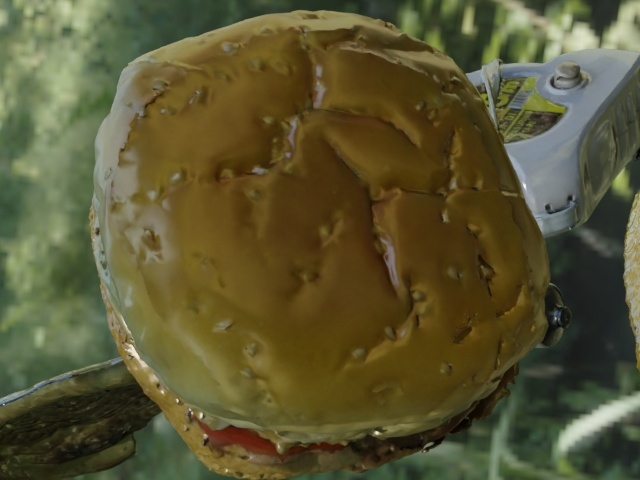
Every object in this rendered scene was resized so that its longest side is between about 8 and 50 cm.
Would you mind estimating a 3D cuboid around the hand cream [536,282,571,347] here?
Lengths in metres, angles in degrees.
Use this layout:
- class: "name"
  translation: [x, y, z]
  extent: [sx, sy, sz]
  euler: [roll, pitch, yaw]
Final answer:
- class: "hand cream"
  translation: [0.137, 0.062, 1.702]
  extent: [0.186, 0.054, 0.087]
  euler: [1, 88, 40]

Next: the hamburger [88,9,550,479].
- class: "hamburger"
  translation: [0.000, 0.000, 0.973]
  extent: [0.163, 0.244, 0.244]
  euler: [114, 160, -61]

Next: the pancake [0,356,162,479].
- class: "pancake"
  translation: [-0.145, 0.113, 1.288]
  extent: [0.235, 0.212, 0.029]
  euler: [-31, 69, 33]

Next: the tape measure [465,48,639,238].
- class: "tape measure"
  translation: [0.176, -0.087, 1.753]
  extent: [0.236, 0.197, 0.120]
  euler: [-51, -40, -40]

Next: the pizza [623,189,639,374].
- class: "pizza"
  translation: [0.309, 0.084, 1.235]
  extent: [0.075, 0.287, 0.280]
  euler: [-43, 43, 36]
